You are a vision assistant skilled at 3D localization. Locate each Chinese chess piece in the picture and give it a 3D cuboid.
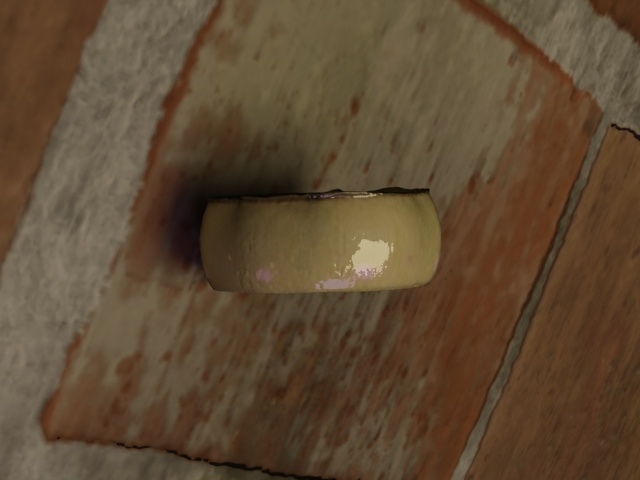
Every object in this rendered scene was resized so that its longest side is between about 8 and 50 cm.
[{"bbox_3d":[0.000,0.000,0.762,0.122,0.122,0.051,-6,95,-50],"label":"Chinese chess piece"}]
